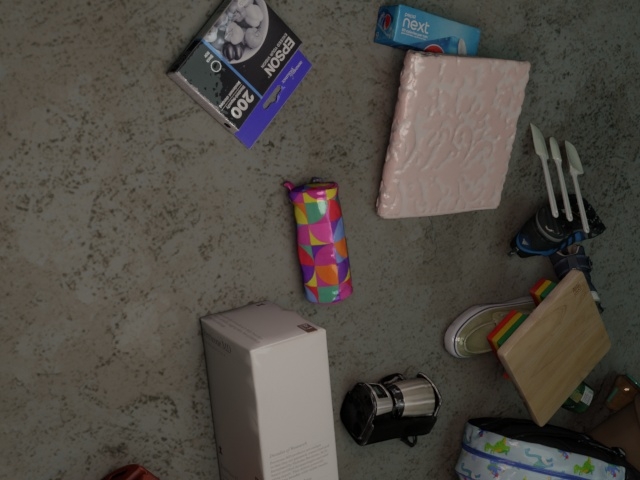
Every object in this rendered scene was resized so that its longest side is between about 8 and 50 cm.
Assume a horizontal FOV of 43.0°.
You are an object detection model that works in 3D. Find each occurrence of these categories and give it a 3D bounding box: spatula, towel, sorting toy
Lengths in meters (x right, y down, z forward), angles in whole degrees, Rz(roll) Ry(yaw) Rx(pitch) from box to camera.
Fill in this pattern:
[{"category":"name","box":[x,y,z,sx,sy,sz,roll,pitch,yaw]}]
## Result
[{"category":"spatula","box":[0.540,-0.138,1.805,0.168,0.019,0.242,21,52,-37]},{"category":"towel","box":[0.267,-0.211,1.636,0.317,0.053,0.331,-6,116,-32]},{"category":"sorting toy","box":[0.490,0.224,1.767,0.257,0.089,0.255,-44,125,-16]}]

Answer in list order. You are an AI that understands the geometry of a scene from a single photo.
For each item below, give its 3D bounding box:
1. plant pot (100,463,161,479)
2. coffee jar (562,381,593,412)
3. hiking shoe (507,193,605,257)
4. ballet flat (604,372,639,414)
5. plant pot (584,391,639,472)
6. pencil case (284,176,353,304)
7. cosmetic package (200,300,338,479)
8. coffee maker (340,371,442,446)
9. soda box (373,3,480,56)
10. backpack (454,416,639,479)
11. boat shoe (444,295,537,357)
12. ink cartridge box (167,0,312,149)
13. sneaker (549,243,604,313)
[{"category":"plant pot","box":[-0.284,0.538,1.372,0.272,0.272,0.265,-46,111,-16]},{"category":"coffee jar","box":[0.566,0.341,1.947,0.184,0.096,0.079,36,77,-31]},{"category":"hiking shoe","box":[0.540,-0.030,1.863,0.304,0.132,0.113,-5,62,-47]},{"category":"ballet flat","box":[0.863,0.479,2.164,0.124,0.116,0.342,-47,122,8]},{"category":"plant pot","box":[0.766,0.549,1.981,0.280,0.323,0.323,-28,124,25]},{"category":"pencil case","box":[0.000,0.000,1.524,0.104,0.104,0.236,-17,107,-28]},{"category":"cosmetic package","box":[-0.089,0.323,1.464,0.156,0.217,0.385,-15,106,-29]},{"category":"coffee maker","box":[0.142,0.365,1.671,0.178,0.120,0.171,-1,101,-31]},{"category":"soda box","box":[0.211,-0.401,1.590,0.210,0.067,0.071,6,96,-32]},{"category":"backpack","box":[0.477,0.512,1.824,0.355,0.290,0.273,31,84,-24]},{"category":"boat shoe","box":[0.414,0.191,1.821,0.302,0.094,0.109,-17,108,-29]},{"category":"ink cartridge box","box":[-0.126,-0.299,1.413,0.208,0.045,0.206,42,77,-32]},{"category":"sneaker","box":[0.605,0.100,1.928,0.086,0.163,0.226,-19,157,7]}]
